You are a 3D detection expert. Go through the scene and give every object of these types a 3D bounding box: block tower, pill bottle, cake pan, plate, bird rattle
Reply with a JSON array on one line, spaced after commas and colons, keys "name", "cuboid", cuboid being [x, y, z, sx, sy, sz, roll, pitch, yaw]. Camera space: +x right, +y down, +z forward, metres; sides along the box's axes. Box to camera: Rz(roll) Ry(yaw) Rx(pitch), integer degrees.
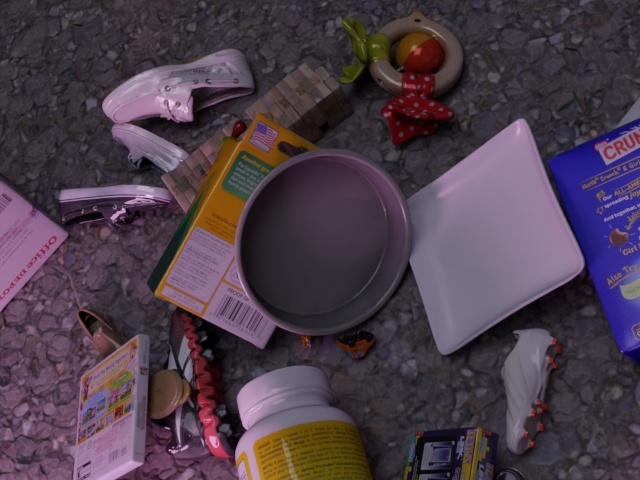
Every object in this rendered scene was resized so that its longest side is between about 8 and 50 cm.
[{"name": "block tower", "cuboid": [-0.107, -0.165, 2.051, 0.335, 0.097, 0.091, -38, 58, -1]}, {"name": "pill bottle", "cuboid": [-0.015, 0.358, 1.700, 0.188, 0.188, 0.334, -23, 59, 10]}, {"name": "cake pan", "cuboid": [0.000, 0.000, 1.841, 0.293, 0.293, 0.054, -48, 24, -6]}, {"name": "plate", "cuboid": [0.256, -0.001, 1.806, 0.277, 0.045, 0.278, -36, 54, 31]}, {"name": "bird rattle", "cuboid": [0.149, -0.295, 1.998, 0.207, 0.143, 0.253, -37, 59, -18]}]

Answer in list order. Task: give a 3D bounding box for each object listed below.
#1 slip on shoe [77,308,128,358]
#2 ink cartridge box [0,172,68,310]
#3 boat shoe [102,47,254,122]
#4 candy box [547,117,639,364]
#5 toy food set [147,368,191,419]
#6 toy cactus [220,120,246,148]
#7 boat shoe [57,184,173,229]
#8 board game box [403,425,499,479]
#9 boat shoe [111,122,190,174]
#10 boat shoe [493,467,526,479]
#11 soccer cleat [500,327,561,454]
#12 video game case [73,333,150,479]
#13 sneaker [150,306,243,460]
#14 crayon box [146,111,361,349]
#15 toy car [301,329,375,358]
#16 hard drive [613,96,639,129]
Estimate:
[{"name": "slip on shoe", "cuboid": [-0.368, 0.162, 2.022, 0.051, 0.041, 0.135, -42, 58, -2]}, {"name": "ink cartridge box", "cuboid": [-0.627, -0.042, 2.091, 0.197, 0.270, 0.198, 37, 82, 33]}, {"name": "boat shoe", "cuboid": [-0.251, -0.259, 2.132, 0.277, 0.098, 0.096, -21, 70, -5]}, {"name": "candy box", "cuboid": [0.508, -0.020, 1.687, 0.268, 0.122, 0.317, -24, 65, 19]}, {"name": "toy food set", "cuboid": [-0.243, 0.236, 1.834, 0.083, 0.020, 0.082, -49, 49, 1]}, {"name": "toy cactus", "cuboid": [-0.108, -0.072, 1.957, 0.180, 0.219, 0.112, -49, 26, -16]}, {"name": "boat shoe", "cuboid": [-0.367, -0.056, 2.113, 0.228, 0.080, 0.076, -1, 82, 18]}, {"name": "board game box", "cuboid": [0.176, 0.352, 1.673, 0.141, 0.048, 0.170, -14, 56, 50]}, {"name": "boat shoe", "cuboid": [-0.314, -0.157, 2.150, 0.184, 0.066, 0.063, 27, 76, 20]}, {"name": "boat shoe", "cuboid": [0.246, 0.410, 1.643, 0.075, 0.065, 0.206, 7, 68, 24]}, {"name": "soccer cleat", "cuboid": [0.292, 0.218, 1.723, 0.076, 0.068, 0.196, 5, 60, 29]}, {"name": "video game case", "cuboid": [-0.332, 0.280, 1.885, 0.227, 0.026, 0.206, -35, 48, 48]}, {"name": "sneaker", "cuboid": [-0.216, 0.229, 1.895, 0.135, 0.097, 0.276, -21, 61, 8]}, {"name": "crayon box", "cuboid": [-0.105, -0.019, 1.876, 0.323, 0.203, 0.083, -61, 21, 1]}, {"name": "toy car", "cuboid": [0.029, 0.161, 1.880, 0.122, 0.060, 0.041, 9, 113, 43]}, {"name": "hard drive", "cuboid": [0.612, -0.219, 1.821, 0.203, 0.040, 0.307, 35, 81, 31]}]
